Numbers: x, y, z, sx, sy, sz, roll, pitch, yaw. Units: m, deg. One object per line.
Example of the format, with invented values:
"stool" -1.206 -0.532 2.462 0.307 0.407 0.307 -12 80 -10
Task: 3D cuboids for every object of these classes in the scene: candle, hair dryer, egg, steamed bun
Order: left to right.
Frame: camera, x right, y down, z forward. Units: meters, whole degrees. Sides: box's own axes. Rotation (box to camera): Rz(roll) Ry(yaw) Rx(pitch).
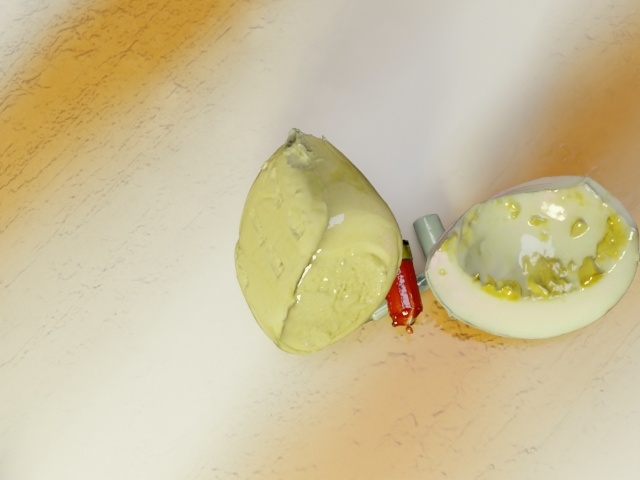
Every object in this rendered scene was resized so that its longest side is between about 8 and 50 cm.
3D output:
"steamed bun" 0.000 0.000 1.129 0.166 0.273 0.232 4 34 -31
"hair dryer" 0.111 0.062 1.200 0.183 0.044 0.154 -20 73 4
"candle" 0.112 0.066 1.156 0.052 0.052 0.130 -12 77 3
"egg" 0.281 0.011 1.129 0.271 0.206 0.161 -9 38 12
